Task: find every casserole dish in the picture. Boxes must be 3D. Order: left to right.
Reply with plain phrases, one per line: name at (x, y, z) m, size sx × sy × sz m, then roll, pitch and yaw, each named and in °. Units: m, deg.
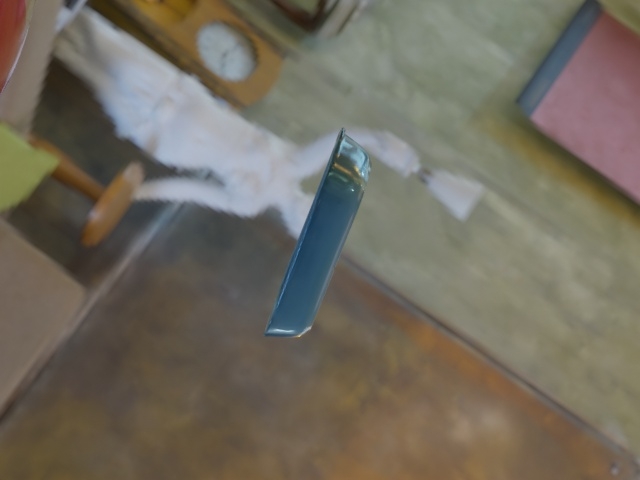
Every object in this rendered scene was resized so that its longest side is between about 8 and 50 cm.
casserole dish at (0.000, 0.000, 1.183) m, size 0.114 × 0.037 × 0.188 m, roll -73°, pitch -176°, yaw -66°

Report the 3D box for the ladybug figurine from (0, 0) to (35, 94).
ladybug figurine at (-0.322, -0.141, 0.857) m, size 0.449 × 0.305 × 0.162 m, roll 66°, pitch 14°, yaw -69°
